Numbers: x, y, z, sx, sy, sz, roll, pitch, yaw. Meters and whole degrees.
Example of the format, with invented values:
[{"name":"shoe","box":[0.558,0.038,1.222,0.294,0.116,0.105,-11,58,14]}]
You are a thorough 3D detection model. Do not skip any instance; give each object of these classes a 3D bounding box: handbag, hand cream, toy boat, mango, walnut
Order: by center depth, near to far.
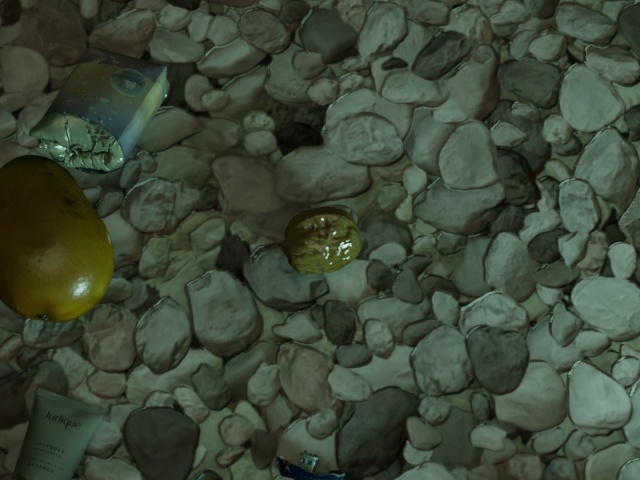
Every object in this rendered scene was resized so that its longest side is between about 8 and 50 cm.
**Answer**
[{"name":"toy boat","box":[-0.012,0.259,1.824,0.083,0.038,0.038,12,71,7]},{"name":"hand cream","box":[-0.318,0.264,1.832,0.087,0.054,0.186,17,65,4]},{"name":"mango","box":[-0.334,-0.001,1.892,0.151,0.120,0.221,-30,64,-13]},{"name":"walnut","box":[0.000,0.000,1.899,0.096,0.082,0.079,-10,42,0]},{"name":"handbag","box":[-0.269,-0.153,1.947,0.117,0.095,0.173,15,47,12]}]
